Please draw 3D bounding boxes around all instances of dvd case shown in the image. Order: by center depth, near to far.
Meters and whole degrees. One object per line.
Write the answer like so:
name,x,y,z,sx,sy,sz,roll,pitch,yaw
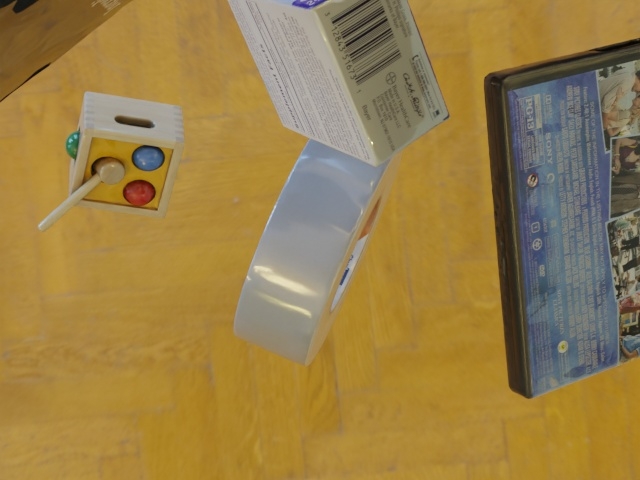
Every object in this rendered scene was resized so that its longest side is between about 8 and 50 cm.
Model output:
dvd case,0.206,-0.030,0.720,0.253,0.022,0.180,-16,109,-25

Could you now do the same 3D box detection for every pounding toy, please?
pounding toy,-0.233,-0.080,1.405,0.141,0.100,0.130,7,129,-16

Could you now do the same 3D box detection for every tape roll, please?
tape roll,0.000,0.000,1.127,0.072,0.219,0.219,24,93,6

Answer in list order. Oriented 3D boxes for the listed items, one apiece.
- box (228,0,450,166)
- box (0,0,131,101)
box,0.010,-0.134,0.892,0.072,0.137,0.126,-35,121,-18
box,-0.187,-0.353,0.549,0.471,0.297,0.480,-38,92,1
